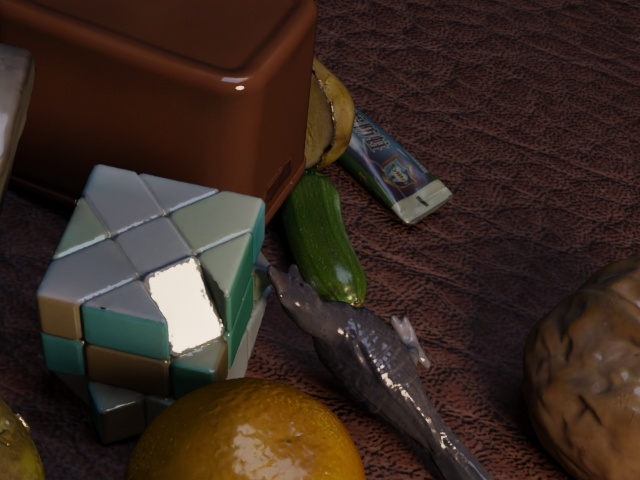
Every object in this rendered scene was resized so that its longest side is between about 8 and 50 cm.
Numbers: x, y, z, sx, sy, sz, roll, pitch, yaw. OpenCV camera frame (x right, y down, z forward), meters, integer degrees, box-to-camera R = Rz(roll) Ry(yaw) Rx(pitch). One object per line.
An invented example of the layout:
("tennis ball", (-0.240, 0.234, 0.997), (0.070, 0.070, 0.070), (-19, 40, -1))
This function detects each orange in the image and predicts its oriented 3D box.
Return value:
("orange", (-0.068, 0.231, 1.518), (0.236, 0.236, 0.236), (13, 41, -12))

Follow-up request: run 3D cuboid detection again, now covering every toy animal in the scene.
("toy animal", (0.067, 0.138, 1.773), (0.367, 0.081, 0.206), (49, 13, -11))

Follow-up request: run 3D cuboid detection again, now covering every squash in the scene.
("squash", (0.000, 0.000, 1.925), (0.077, 0.068, 0.219), (-8, 47, -6))

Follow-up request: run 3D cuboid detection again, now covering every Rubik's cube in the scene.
("Rubik's cube", (-0.167, 0.060, 1.685), (0.224, 0.213, 0.265), (13, 50, 9))

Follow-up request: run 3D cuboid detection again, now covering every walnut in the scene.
("walnut", (0.349, 0.154, 1.803), (0.273, 0.227, 0.273), (11, 40, -9))

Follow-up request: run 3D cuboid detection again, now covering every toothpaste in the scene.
("toothpaste", (-0.001, -0.162, 2.105), (0.392, 0.061, 0.098), (42, 44, 17))

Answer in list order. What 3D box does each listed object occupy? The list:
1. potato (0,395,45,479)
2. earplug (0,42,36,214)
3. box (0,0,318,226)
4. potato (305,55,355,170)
("potato", (-0.374, 0.171, 1.504), (0.298, 0.141, 0.176), (33, 37, 10))
("earplug", (-0.489, -0.080, 1.589), (0.394, 0.313, 0.313), (16, 41, -8))
("box", (-0.189, -0.175, 1.861), (0.339, 0.229, 0.239), (20, 41, 12))
("potato", (-0.032, -0.178, 2.032), (0.200, 0.164, 0.081), (47, 41, 16))
